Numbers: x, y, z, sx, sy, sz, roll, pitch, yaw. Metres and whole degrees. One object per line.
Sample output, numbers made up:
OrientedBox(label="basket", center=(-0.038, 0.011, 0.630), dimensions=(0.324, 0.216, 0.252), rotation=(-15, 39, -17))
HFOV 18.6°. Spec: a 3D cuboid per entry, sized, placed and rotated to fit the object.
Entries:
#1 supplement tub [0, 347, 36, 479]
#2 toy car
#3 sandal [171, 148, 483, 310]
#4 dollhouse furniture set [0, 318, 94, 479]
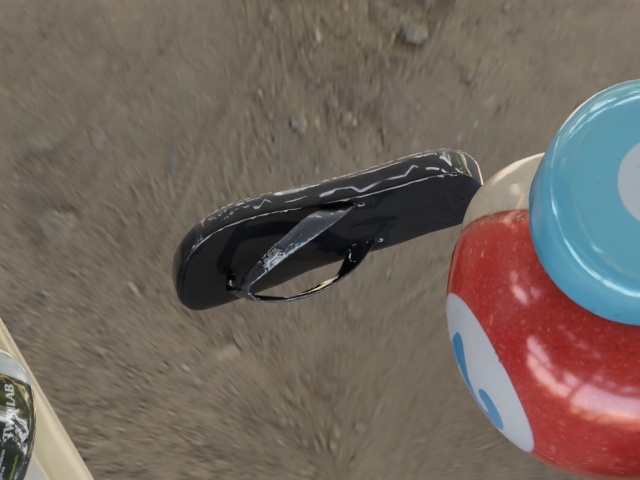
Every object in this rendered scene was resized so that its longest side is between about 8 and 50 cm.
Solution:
OrientedBox(label="supplement tub", center=(-0.271, 0.103, 1.127), dimensions=(0.190, 0.117, 0.117), rotation=(16, 81, -37))
OrientedBox(label="toy car", center=(0.133, 0.100, 0.654), dimensions=(0.210, 0.219, 0.238), rotation=(12, 75, 1))
OrientedBox(label="sandal", center=(0.000, -0.001, 1.454), dimensions=(0.254, 0.097, 0.054), rotation=(-21, 55, 17))
OrientedBox(label="dollhouse furniture set", center=(-0.354, 0.259, 1.404), dimensions=(0.394, 0.362, 0.256), rotation=(-26, 111, 0))
